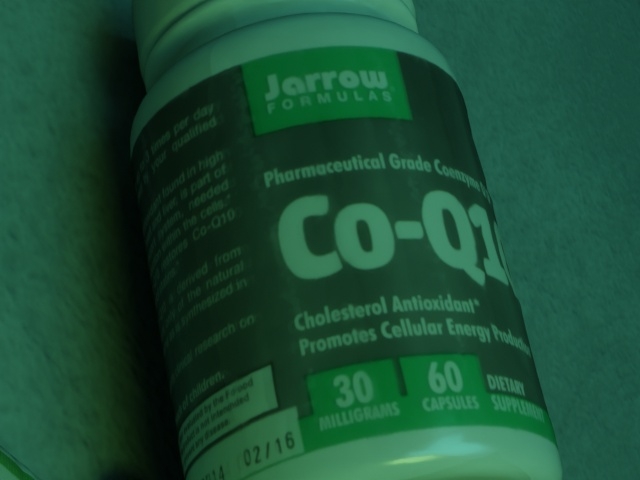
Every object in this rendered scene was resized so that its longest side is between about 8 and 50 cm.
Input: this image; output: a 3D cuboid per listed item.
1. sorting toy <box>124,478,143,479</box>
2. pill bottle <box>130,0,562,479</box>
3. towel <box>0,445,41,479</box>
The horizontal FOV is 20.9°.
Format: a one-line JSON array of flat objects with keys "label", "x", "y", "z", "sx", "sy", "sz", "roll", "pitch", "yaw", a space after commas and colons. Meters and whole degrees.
[{"label": "sorting toy", "x": -0.055, "y": 0.267, "z": 0.929, "sx": 0.132, "sy": 0.046, "sz": 0.274, "roll": 21, "pitch": 43, "yaw": -44}, {"label": "pill bottle", "x": 0.000, "y": 0.000, "z": 1.001, "sx": 0.204, "sy": 0.204, "sz": 0.361, "roll": 16, "pitch": 52, "yaw": -46}, {"label": "towel", "x": -0.118, "y": 0.243, "z": 0.754, "sx": 0.248, "sy": 0.038, "sz": 0.325, "roll": 69, "pitch": 4, "yaw": -65}]
